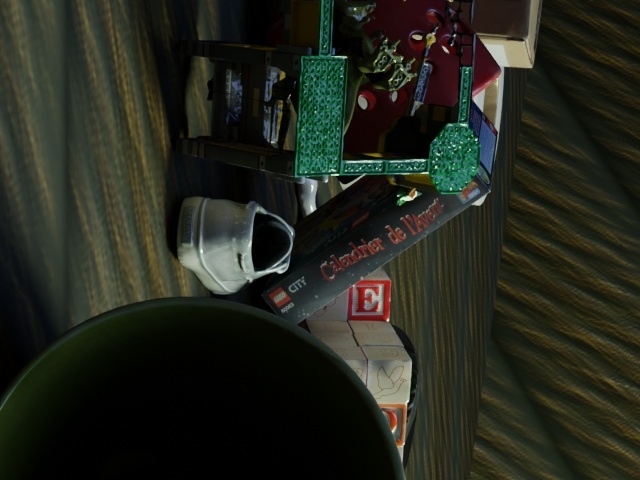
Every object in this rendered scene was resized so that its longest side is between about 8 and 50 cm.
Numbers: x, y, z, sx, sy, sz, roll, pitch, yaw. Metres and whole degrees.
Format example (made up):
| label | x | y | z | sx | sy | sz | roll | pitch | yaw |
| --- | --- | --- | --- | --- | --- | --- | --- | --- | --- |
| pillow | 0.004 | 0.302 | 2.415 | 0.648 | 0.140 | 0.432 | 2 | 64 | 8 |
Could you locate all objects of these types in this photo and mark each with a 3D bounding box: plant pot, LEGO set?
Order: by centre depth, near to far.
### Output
| label | x | y | z | sx | sy | sz | roll | pitch | yaw |
| --- | --- | --- | --- | --- | --- | --- | --- | --- | --- |
| plant pot | -0.093 | 0.210 | 1.245 | 0.293 | 0.275 | 0.275 | 104 | -4 | -72 |
| LEGO set | 0.001 | -0.185 | 1.496 | 0.255 | 0.192 | 0.331 | -14 | 108 | -37 |
| plant pot | 0.052 | -0.175 | 1.723 | 0.174 | 0.191 | 0.191 | 56 | 20 | -5 |

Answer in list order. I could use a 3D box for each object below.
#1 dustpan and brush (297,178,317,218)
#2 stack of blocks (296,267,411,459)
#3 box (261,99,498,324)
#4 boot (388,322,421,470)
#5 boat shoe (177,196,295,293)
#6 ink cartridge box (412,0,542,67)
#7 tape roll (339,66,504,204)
| label | x | y | z | sx | sy | sz | roll | pitch | yaw |
| --- | --- | --- | --- | --- | --- | --- | --- | --- | --- |
| dustpan and brush | 0.000 | 0.000 | 1.981 | 0.147 | 0.060 | 0.211 | -71 | 169 | -50 |
| stack of blocks | 0.021 | 0.115 | 1.798 | 0.297 | 0.087 | 0.171 | -117 | -151 | -74 |
| box | 0.058 | -0.026 | 1.671 | 0.044 | 0.233 | 0.159 | 50 | 21 | -14 |
| boot | 0.050 | 0.296 | 2.132 | 0.260 | 0.131 | 0.348 | 69 | 31 | -62 |
| boat shoe | -0.065 | 0.007 | 1.601 | 0.227 | 0.081 | 0.079 | 35 | 61 | -77 |
| ink cartridge box | 0.130 | -0.299 | 1.989 | 0.088 | 0.235 | 0.193 | 56 | 42 | -70 |
| tape roll | 0.124 | -0.169 | 2.173 | 0.246 | 0.169 | 0.246 | 6 | 90 | -77 |
